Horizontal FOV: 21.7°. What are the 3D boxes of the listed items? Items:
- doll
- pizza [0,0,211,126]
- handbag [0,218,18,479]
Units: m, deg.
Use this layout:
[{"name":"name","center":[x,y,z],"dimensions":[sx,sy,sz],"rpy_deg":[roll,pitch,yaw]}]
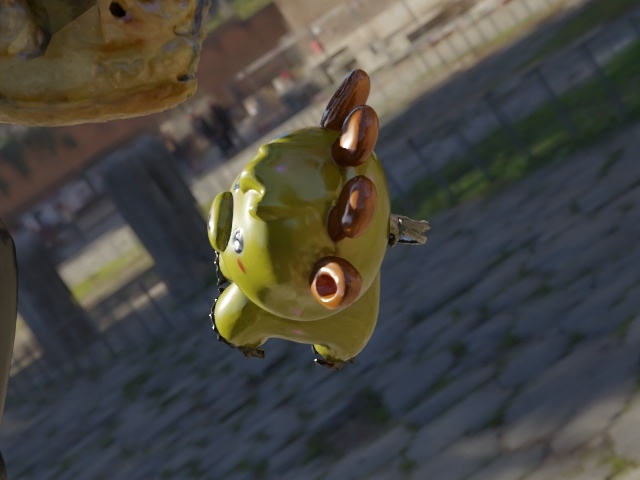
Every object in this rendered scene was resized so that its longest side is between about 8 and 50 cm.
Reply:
[{"name":"doll","center":[0.000,0.000,0.989],"dimensions":[0.221,0.135,0.142],"rpy_deg":[120,158,-61]},{"name":"pizza","center":[-0.151,-0.220,1.092],"dimensions":[0.189,0.296,0.071],"rpy_deg":[5,3,-6]},{"name":"handbag","center":[-0.274,0.094,0.781],"dimensions":[0.302,0.275,0.178],"rpy_deg":[13,22,28]}]
